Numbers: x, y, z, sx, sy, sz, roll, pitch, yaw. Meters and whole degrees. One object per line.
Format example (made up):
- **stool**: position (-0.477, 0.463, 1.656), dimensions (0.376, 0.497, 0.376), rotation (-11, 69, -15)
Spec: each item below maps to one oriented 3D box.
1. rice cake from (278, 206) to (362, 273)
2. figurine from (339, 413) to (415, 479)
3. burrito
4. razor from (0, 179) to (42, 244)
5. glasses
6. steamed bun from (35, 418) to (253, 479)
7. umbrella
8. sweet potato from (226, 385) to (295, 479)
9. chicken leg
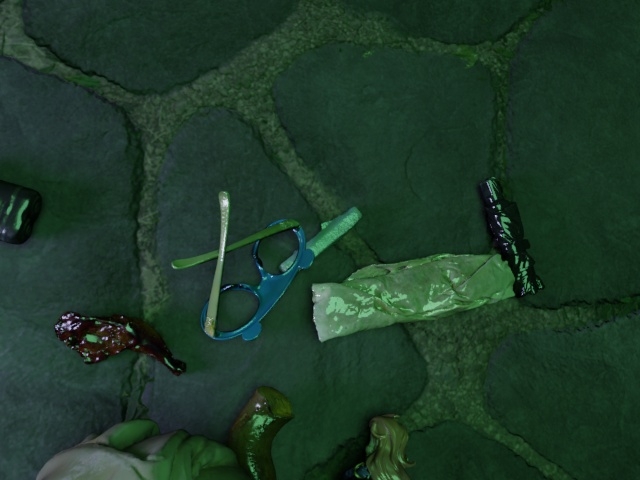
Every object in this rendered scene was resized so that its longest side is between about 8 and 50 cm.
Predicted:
- **rice cake**: position (0.000, 0.000, 0.994), dimensions (0.180, 0.030, 0.042), rotation (-40, 85, -17)
- **figurine**: position (0.106, 0.364, 0.915), dimensions (0.157, 0.114, 0.126), rotation (-55, 131, -22)
- **burrito**: position (0.168, 0.088, 0.998), dimensions (0.391, 0.076, 0.117), rotation (-10, 82, -16)
- **razor**: position (-0.511, -0.054, 0.858), dimensions (0.147, 0.054, 0.090), rotation (19, 76, -10)
- **glasses**: position (-0.138, 0.024, 0.902), dimensions (0.239, 0.102, 0.207), rotation (-51, 122, -18)
- **steamed bun**: position (-0.240, 0.352, 0.746), dimensions (0.324, 0.310, 0.220), rotation (-32, 47, 13)
- **umbrella**: position (0.358, -0.009, 1.075), dimensions (0.066, 0.059, 0.236), rotation (-15, 85, -41)
- **sweet potato**: position (-0.091, 0.374, 0.875), dimensions (0.111, 0.085, 0.286), rotation (0, 81, -19)
- **chicken leg**: position (-0.307, 0.157, 0.878), dimensions (0.204, 0.053, 0.093), rotation (12, 100, -5)
